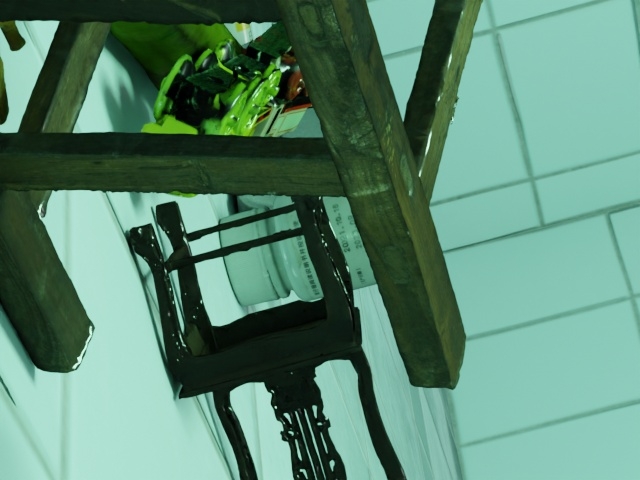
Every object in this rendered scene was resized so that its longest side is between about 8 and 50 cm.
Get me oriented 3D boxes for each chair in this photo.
[{"bbox_3d":[-0.020,0.079,1.070,0.113,0.106,0.229,-78,153,-79],"label":"chair"},{"bbox_3d":[-0.057,-0.164,0.646,0.416,0.203,0.241,70,30,-49],"label":"chair"}]

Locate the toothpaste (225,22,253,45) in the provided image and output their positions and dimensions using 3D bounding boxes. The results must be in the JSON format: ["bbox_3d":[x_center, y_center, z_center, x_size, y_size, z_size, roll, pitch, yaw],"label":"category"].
[{"bbox_3d":[-0.065,-0.146,1.572,0.048,0.031,0.190,-85,163,-73],"label":"toothpaste"}]

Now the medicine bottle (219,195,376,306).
[{"bbox_3d":[0.000,0.000,1.327,0.080,0.130,0.080,-15,90,-83],"label":"medicine bottle"}]

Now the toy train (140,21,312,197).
[{"bbox_3d":[-0.047,-0.083,1.144,0.085,0.053,0.249,-64,172,18],"label":"toy train"}]

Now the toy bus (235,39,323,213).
[{"bbox_3d":[-0.005,-0.060,1.479,0.209,0.126,0.136,-99,-179,-45],"label":"toy bus"}]

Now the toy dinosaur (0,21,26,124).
[{"bbox_3d":[-0.146,-0.137,0.728,0.162,0.039,0.126,67,18,-53],"label":"toy dinosaur"}]

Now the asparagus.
[{"bbox_3d":[-0.089,-0.126,1.150,0.067,0.060,0.278,-64,168,-6],"label":"asparagus"}]
